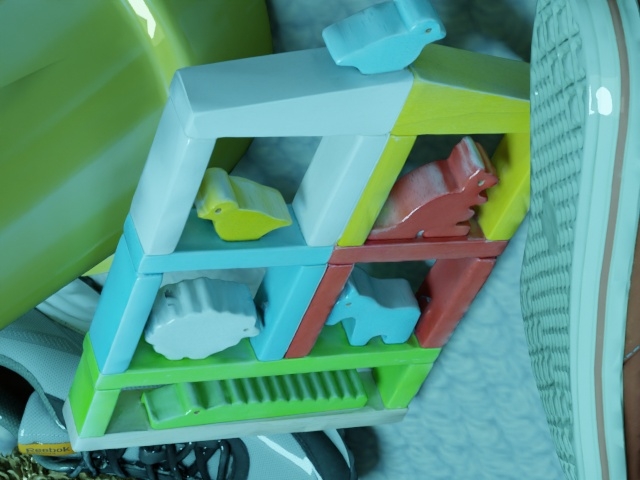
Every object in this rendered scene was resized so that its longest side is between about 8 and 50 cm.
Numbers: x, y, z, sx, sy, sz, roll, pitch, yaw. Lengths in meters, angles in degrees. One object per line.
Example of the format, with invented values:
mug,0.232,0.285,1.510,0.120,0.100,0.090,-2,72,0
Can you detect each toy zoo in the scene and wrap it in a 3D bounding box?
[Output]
toy zoo,0.000,0.000,0.777,0.192,0.030,0.293,-2,141,-26

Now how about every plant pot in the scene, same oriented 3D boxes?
plant pot,-0.185,-0.059,0.779,0.254,0.239,0.254,16,131,19

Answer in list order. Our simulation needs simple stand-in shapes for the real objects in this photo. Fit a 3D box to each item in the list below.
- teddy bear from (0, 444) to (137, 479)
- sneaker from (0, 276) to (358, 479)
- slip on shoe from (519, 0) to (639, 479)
teddy bear,-0.109,0.259,1.005,0.338,0.113,0.245,33,126,52
sneaker,-0.107,0.107,0.962,0.271,0.108,0.100,23,132,11
slip on shoe,0.148,0.016,0.740,0.101,0.123,0.331,-8,134,-5
